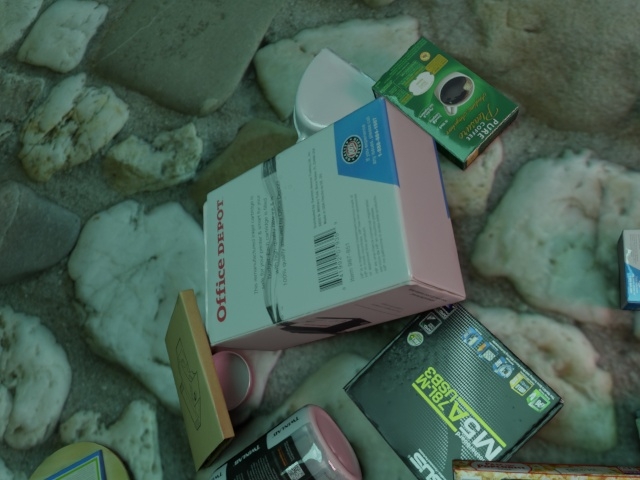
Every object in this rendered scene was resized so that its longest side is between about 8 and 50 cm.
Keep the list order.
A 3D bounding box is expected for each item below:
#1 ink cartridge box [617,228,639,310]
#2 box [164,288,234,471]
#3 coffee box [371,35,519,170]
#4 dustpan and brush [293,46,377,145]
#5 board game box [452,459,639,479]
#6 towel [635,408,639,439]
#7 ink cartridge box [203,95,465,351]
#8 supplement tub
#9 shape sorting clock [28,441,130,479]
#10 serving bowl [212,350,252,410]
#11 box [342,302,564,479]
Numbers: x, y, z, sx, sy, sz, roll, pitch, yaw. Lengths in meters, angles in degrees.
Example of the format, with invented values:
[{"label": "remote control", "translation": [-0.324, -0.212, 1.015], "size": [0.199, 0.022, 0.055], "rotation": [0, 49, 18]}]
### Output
[{"label": "ink cartridge box", "translation": [0.410, 0.035, 0.608], "size": [0.122, 0.052, 0.088], "rotation": [0, 71, 22]}, {"label": "box", "translation": [-0.169, 0.190, 0.724], "size": [0.021, 0.164, 0.201], "rotation": [-7, 60, -28]}, {"label": "coffee box", "translation": [0.176, -0.199, 0.776], "size": [0.113, 0.040, 0.184], "rotation": [-46, 71, -2]}, {"label": "dustpan and brush", "translation": [-0.008, -0.184, 0.853], "size": [0.147, 0.060, 0.211], "rotation": [41, 82, 15]}, {"label": "board game box", "translation": [0.237, 0.308, 0.548], "size": [0.193, 0.045, 0.147], "rotation": [-2, 79, 11]}, {"label": "towel", "translation": [0.501, 0.263, 0.443], "size": [0.370, 0.040, 0.271], "rotation": [-15, 61, 26]}, {"label": "ink cartridge box", "translation": [0.000, 0.000, 0.683], "size": [0.307, 0.129, 0.223], "rotation": [-22, 63, 34]}, {"label": "supplement tub", "translation": [-0.055, 0.297, 0.649], "size": [0.190, 0.117, 0.117], "rotation": [-36, 62, 4]}, {"label": "shape sorting clock", "translation": [-0.355, 0.398, 0.767], "size": [0.206, 0.040, 0.206], "rotation": [-11, 58, 17]}, {"label": "serving bowl", "translation": [-0.131, 0.201, 0.764], "size": [0.083, 0.027, 0.083], "rotation": [-7, 68, 18]}, {"label": "box", "translation": [0.154, 0.189, 0.651], "size": [0.184, 0.045, 0.191], "rotation": [-43, 62, 0]}]
